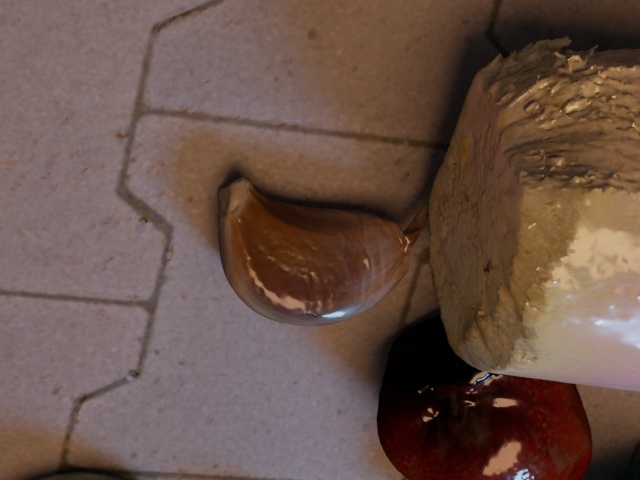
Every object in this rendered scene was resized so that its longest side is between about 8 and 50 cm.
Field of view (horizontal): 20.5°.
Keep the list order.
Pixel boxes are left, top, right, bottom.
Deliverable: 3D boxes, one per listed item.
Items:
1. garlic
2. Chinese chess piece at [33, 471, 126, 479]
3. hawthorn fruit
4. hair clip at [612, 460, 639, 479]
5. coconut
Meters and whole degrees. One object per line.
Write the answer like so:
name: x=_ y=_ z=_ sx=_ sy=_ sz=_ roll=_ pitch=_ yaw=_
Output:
garlic: x=0.008 y=0.009 z=1.531 sx=0.198 sy=0.090 sz=0.129 roll=2 pitch=105 yaw=-11
Chinese chess piece: x=-0.231 y=0.326 z=1.637 sx=0.237 sy=0.092 sz=0.238 roll=-6 pitch=120 yaw=-11
hawthorn fruit: x=0.159 y=0.170 z=1.619 sx=0.189 sy=0.189 sz=0.251 roll=-37 pitch=140 yaw=7
hair clip: x=0.254 y=0.313 z=1.692 sx=0.310 sy=0.206 sz=0.194 roll=-11 pitch=120 yaw=-9
coconut: x=0.266 y=-0.020 z=1.459 sx=0.309 sy=0.297 sz=0.297 roll=3 pitch=118 yaw=-15
